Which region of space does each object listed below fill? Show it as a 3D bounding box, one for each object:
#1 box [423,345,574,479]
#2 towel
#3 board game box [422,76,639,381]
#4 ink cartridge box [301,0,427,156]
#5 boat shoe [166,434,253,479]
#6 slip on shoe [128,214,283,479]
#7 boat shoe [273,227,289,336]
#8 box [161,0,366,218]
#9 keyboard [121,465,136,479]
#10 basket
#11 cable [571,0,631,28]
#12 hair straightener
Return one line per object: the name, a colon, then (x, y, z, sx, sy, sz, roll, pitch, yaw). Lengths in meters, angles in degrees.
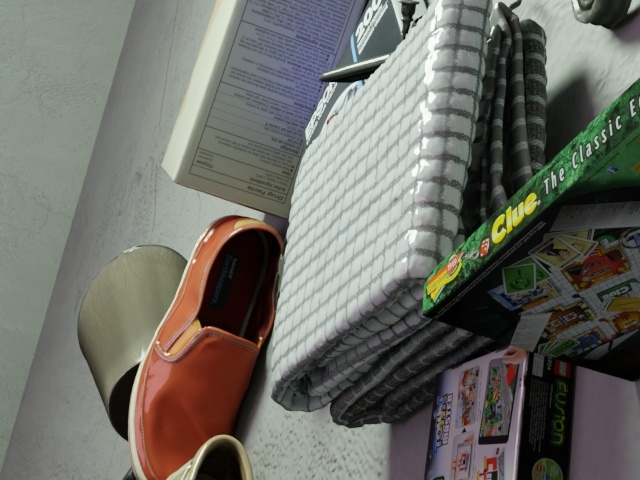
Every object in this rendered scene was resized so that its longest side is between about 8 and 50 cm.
box: (0.100, 0.171, 0.698, 0.114, 0.036, 0.207, 145, 139, -61)
towel: (0.068, -0.013, 0.832, 0.283, 0.121, 0.235, 134, 150, -55)
board game box: (0.168, -0.014, 0.522, 0.259, 0.136, 0.030, -48, 27, 49)
ink cartridge box: (0.042, -0.151, 1.132, 0.208, 0.045, 0.206, -96, 29, -51)
boat shoe: (-0.116, 0.326, 1.031, 0.341, 0.122, 0.110, -93, 27, -48)
slip on shoe: (-0.118, 0.123, 1.234, 0.101, 0.123, 0.331, -16, 54, 63)
boat shoe: (0.001, 0.001, 1.057, 0.073, 0.080, 0.223, -135, 60, -63)
box: (-0.061, -0.196, 1.302, 0.311, 0.148, 0.121, -69, 19, 6)
keyboard: (-0.204, 0.343, 1.178, 0.317, 0.033, 0.201, -97, 14, -88)
basket: (-0.210, 0.143, 1.420, 0.204, 0.154, 0.227, -67, 23, 18)
cable: (0.181, -0.276, 0.813, 0.139, 0.072, 0.287, 147, 137, -69)
hair straightener: (0.078, -0.165, 0.950, 0.230, 0.047, 0.089, -19, 81, 52)
